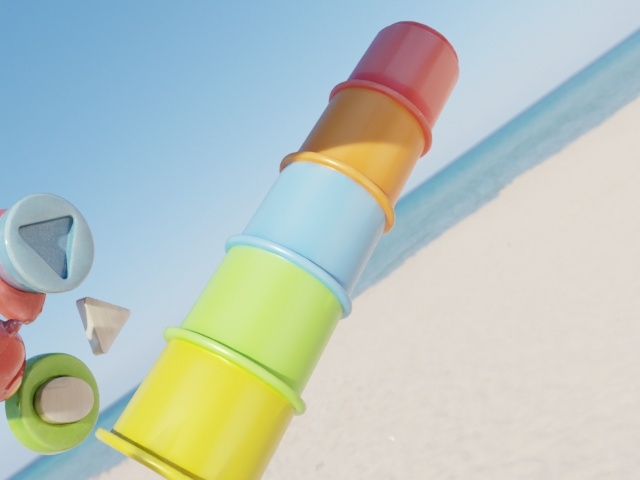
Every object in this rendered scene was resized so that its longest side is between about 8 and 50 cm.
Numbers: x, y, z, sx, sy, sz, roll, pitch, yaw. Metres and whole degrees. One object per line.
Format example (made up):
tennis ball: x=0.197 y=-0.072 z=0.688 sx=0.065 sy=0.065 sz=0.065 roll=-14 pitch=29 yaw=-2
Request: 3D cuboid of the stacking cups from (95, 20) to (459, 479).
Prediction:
stacking cups: x=0.000 y=0.000 z=0.437 sx=0.316 sy=0.096 sz=0.096 roll=-58 pitch=7 yaw=-20

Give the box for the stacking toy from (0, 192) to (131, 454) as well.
stacking toy: x=-0.336 y=0.108 z=0.933 sx=0.130 sy=0.279 sz=0.309 roll=-16 pitch=44 yaw=31
